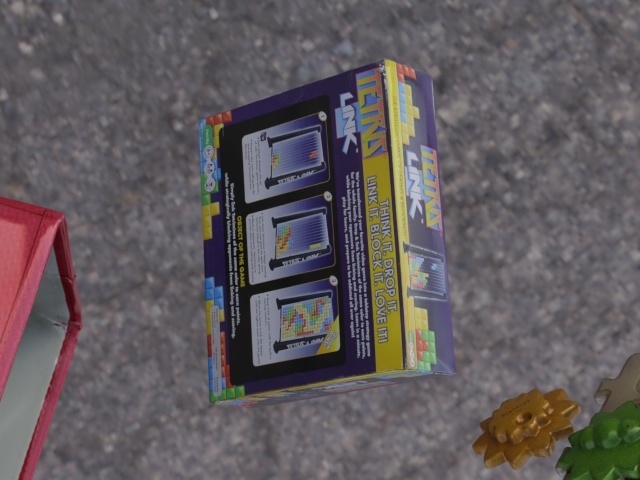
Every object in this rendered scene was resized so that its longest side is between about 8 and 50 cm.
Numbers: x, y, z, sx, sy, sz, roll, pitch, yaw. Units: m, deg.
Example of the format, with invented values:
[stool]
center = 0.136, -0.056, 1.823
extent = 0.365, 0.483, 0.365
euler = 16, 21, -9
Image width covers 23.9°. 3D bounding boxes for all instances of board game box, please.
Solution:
[board game box]
center = 0.000, 0.000, 0.842
extent = 0.141, 0.170, 0.048
euler = -13, 164, 36

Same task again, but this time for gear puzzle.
[gear puzzle]
center = 0.248, 0.108, 1.065
extent = 0.044, 0.339, 0.175
euler = 58, 45, -20

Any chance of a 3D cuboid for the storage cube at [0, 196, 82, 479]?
[storage cube]
center = -0.220, 0.072, 0.628
extent = 0.193, 0.215, 0.183
euler = 15, 163, -2
